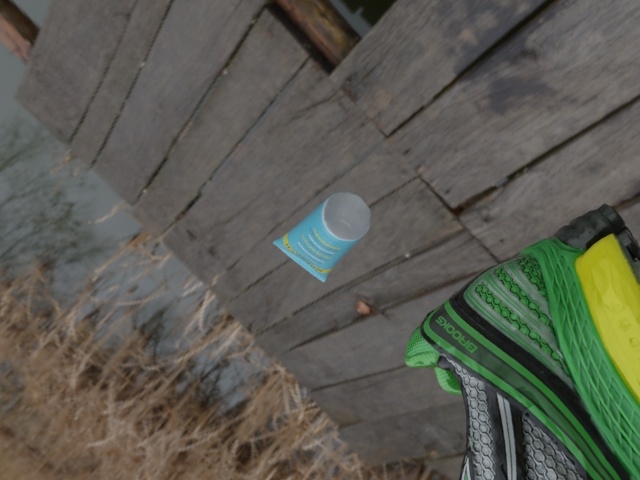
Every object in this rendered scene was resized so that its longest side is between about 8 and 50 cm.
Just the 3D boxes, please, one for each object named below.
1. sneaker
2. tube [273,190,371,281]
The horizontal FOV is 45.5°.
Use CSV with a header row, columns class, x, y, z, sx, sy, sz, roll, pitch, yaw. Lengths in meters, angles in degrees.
class,x,y,z,sx,sy,sz,roll,pitch,yaw
sneaker,0.139,0.156,0.333,0.146,0.343,0.134,-30,140,20
tube,0.000,0.000,0.857,0.080,0.052,0.207,42,159,-1
